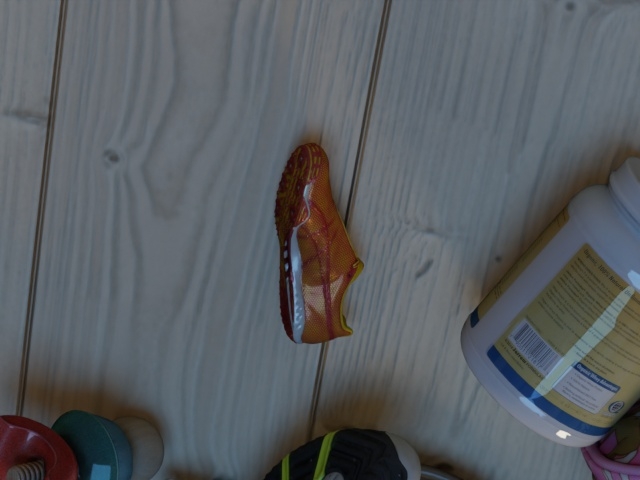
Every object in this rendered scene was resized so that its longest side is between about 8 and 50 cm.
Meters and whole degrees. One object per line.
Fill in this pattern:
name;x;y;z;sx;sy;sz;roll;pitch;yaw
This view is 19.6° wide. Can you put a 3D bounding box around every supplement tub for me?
supplement tub;0.221;0.048;1.442;0.144;0.144;0.200;36;111;-11

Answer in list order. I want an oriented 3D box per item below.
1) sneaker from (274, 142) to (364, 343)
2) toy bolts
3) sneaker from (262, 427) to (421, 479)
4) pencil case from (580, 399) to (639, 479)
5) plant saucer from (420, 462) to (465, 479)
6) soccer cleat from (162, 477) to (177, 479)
sneaker;0.000;0.000;1.493;0.067;0.064;0.175;-8;119;-14
toy bolts;-0.241;0.217;1.583;0.218;0.158;0.228;52;125;26
sneaker;-0.006;0.317;1.555;0.147;0.145;0.385;16;117;-26
pencil case;0.351;0.293;1.534;0.160;0.167;0.386;-31;112;-21
plant saucer;0.055;0.308;1.622;0.278;0.041;0.278;1;112;4
soccer cleat;-0.128;0.293;1.622;0.076;0.068;0.196;39;129;32
